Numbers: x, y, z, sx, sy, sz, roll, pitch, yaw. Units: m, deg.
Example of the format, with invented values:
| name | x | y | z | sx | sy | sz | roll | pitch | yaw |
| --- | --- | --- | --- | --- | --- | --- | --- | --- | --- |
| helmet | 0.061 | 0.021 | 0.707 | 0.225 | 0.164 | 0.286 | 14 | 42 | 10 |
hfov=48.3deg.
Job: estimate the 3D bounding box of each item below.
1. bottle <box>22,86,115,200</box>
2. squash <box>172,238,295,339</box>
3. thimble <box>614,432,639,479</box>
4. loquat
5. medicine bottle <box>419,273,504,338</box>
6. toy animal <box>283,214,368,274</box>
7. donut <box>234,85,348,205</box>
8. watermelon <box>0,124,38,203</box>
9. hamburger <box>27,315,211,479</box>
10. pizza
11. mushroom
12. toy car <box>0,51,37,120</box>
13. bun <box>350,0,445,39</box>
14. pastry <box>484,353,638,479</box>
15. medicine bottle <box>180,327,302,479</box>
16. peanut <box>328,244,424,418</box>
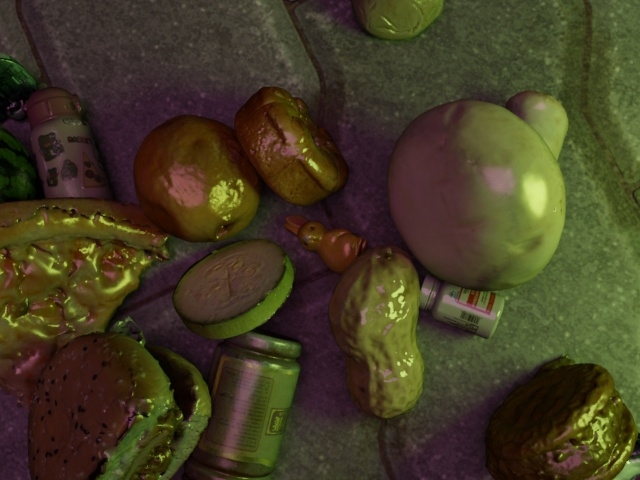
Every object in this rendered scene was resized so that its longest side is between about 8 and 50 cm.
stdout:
| name | x | y | z | sx | sy | sz | roll | pitch | yaw |
| --- | --- | --- | --- | --- | --- | --- | --- | --- | --- |
| bottle | -0.472 | -0.163 | 1.328 | 0.120 | 0.120 | 0.253 | -19 | 82 | 5 |
| squash | -0.150 | 0.079 | 1.240 | 0.219 | 0.219 | 0.041 | -20 | 124 | 5 |
| thimble | 0.497 | 0.420 | 1.131 | 0.237 | 0.150 | 0.237 | -1 | 86 | 8 |
| loquat | -0.209 | -0.106 | 1.239 | 0.238 | 0.193 | 0.238 | 5 | 49 | -6 |
| medicine bottle | 0.238 | 0.109 | 1.229 | 0.140 | 0.079 | 0.079 | 21 | 87 | 9 |
| toy animal | -0.002 | 0.003 | 1.280 | 0.159 | 0.070 | 0.083 | 26 | 91 | 14 |
| donut | -0.050 | -0.162 | 1.230 | 0.114 | 0.226 | 0.226 | -35 | 81 | 14 |
| watermelon | -0.654 | -0.095 | 1.267 | 0.285 | 0.285 | 0.285 | -1 | 84 | 7 |
| hamburger | -0.348 | 0.295 | 1.180 | 0.277 | 0.195 | 0.318 | 44 | 106 | 38 |
| pizza | -0.497 | 0.071 | 1.209 | 0.392 | 0.080 | 0.435 | 32 | 86 | -35 |
| mushroom | 0.248 | -0.102 | 1.143 | 0.315 | 0.315 | 0.356 | 11 | 85 | 8 |
| toy car | -0.698 | -0.271 | 1.365 | 0.306 | 0.136 | 0.125 | -30 | 60 | 2 |
| bun | 0.136 | -0.453 | 1.282 | 0.173 | 0.113 | 0.166 | -22 | 82 | 7 |
| pastry | 0.370 | 0.305 | 1.121 | 0.240 | 0.235 | 0.132 | -35 | 92 | -4 |
| medicine bottle | -0.136 | 0.314 | 1.219 | 0.151 | 0.151 | 0.322 | 14 | 86 | 8 |
| peanut | 0.090 | 0.155 | 1.198 | 0.159 | 0.143 | 0.291 | -6 | 96 | -19 |
